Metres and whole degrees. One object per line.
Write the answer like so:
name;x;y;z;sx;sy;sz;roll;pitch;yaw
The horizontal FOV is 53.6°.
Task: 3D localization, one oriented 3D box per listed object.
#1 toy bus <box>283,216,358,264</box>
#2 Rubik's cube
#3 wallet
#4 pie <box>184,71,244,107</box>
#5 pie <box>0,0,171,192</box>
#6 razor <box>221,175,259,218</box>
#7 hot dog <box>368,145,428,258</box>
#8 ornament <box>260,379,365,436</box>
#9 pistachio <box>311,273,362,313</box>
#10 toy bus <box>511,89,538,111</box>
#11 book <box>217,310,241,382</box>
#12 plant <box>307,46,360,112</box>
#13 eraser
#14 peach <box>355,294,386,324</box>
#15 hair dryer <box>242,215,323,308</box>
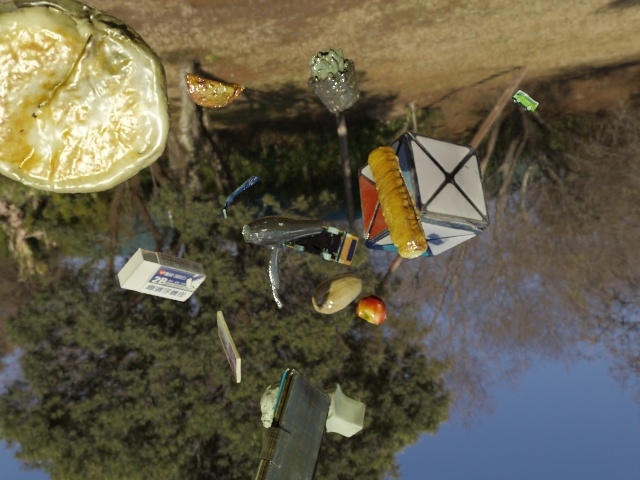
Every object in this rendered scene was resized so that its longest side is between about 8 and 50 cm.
toy bus;0.000;0.000;1.869;0.201;0.098;0.114;16;179;33
Rubik's cube;0.329;-0.135;2.061;0.310;0.305;0.307;6;156;-27
wallet;-0.059;0.436;1.280;0.044;0.169;0.317;-8;-128;34
pie;-0.322;-0.443;1.912;0.191;0.088;0.033;5;-160;-31
pie;-0.411;-0.227;1.023;0.339;0.339;0.077;-12;-156;-10
razor;-0.226;-0.128;1.738;0.028;0.044;0.154;32;-114;18
hot dog;0.178;-0.096;1.491;0.083;0.288;0.068;-21;160;12
ornament;-0.017;0.436;1.670;0.285;0.120;0.130;7;-135;-15
pistachio;0.057;0.168;2.013;0.186;0.126;0.108;-31;-133;-16
toy bus;0.648;-0.443;2.013;0.083;0.037;0.031;33;-176;-11
book;-0.345;0.399;2.387;0.022;0.162;0.232;-14;-130;-21
plant;0.041;-0.506;1.973;0.129;0.194;0.132;-3;-143;35
eraser;-0.449;0.099;1.804;0.210;0.068;0.124;20;125;-44
peach;0.148;0.185;1.769;0.098;0.061;0.098;10;-148;-7
hair dryer;-0.084;0.050;1.477;0.196;0.219;0.075;-4;-172;-31
